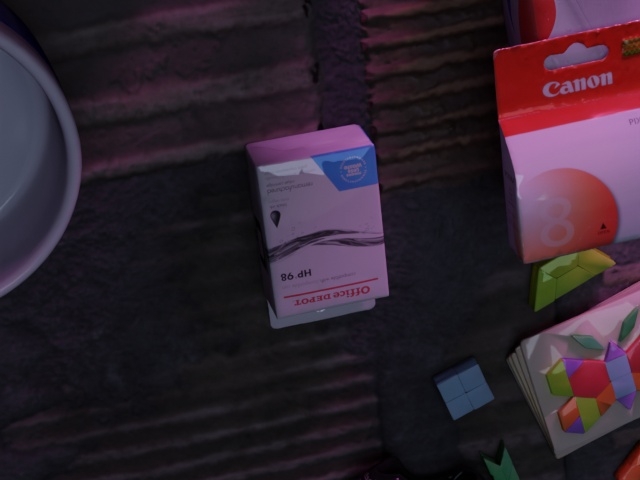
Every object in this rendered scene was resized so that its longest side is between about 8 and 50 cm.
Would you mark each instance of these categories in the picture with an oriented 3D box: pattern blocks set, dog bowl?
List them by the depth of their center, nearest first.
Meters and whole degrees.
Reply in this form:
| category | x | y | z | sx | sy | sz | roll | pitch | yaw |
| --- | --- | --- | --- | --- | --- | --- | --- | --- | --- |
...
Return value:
| category | x | y | z | sx | sy | sz | roll | pitch | yaw |
| --- | --- | --- | --- | --- | --- | --- | --- | --- | --- |
| dog bowl | -0.321 | -0.071 | 1.126 | 0.265 | 0.104 | 0.264 | -9 | 122 | -15 |
| pattern blocks set | 0.283 | 0.121 | 1.422 | 0.325 | 0.026 | 0.285 | -36 | 116 | 3 |

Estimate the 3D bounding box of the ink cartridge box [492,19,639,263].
| category | x | y | z | sx | sy | sz | roll | pitch | yaw |
| --- | --- | --- | --- | --- | --- | --- | --- | --- | --- |
| ink cartridge box | 0.221 | -0.080 | 1.212 | 0.145 | 0.045 | 0.179 | -12 | 118 | -8 |

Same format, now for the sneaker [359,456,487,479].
| category | x | y | z | sx | sy | sz | roll | pitch | yaw |
| --- | --- | --- | --- | --- | --- | --- | --- | --- | --- |
| sneaker | 0.157 | 0.289 | 1.415 | 0.283 | 0.107 | 0.124 | 18 | 105 | -20 |

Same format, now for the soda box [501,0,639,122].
| category | x | y | z | sx | sy | sz | roll | pitch | yaw |
| --- | --- | --- | --- | --- | --- | --- | --- | --- | --- |
| soda box | 0.205 | -0.209 | 1.228 | 0.098 | 0.091 | 0.286 | -15 | 115 | -7 |

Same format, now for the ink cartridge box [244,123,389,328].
| category | x | y | z | sx | sy | sz | roll | pitch | yaw |
| --- | --- | --- | --- | --- | --- | --- | --- | --- | --- |
| ink cartridge box | 0.000 | 0.000 | 1.280 | 0.104 | 0.060 | 0.180 | -12 | 114 | -10 |
